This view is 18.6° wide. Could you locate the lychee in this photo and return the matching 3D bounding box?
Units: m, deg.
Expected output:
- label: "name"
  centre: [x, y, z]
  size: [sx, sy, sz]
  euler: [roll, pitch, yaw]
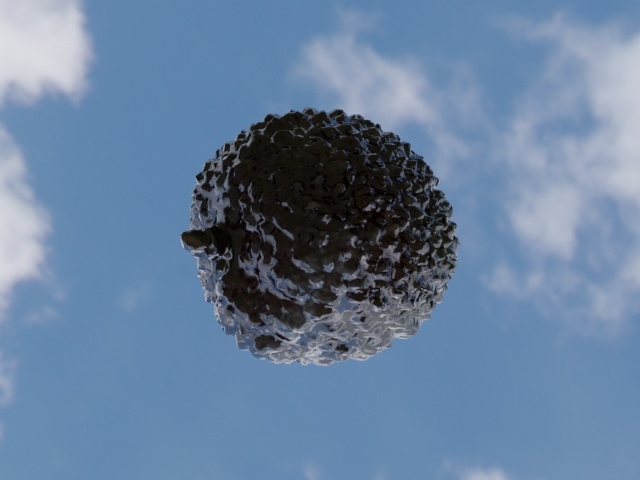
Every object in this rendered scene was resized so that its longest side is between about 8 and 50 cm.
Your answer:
- label: "lychee"
  centre: [0.000, 0.000, 0.505]
  size: [0.067, 0.083, 0.068]
  euler: [8, -87, 46]
